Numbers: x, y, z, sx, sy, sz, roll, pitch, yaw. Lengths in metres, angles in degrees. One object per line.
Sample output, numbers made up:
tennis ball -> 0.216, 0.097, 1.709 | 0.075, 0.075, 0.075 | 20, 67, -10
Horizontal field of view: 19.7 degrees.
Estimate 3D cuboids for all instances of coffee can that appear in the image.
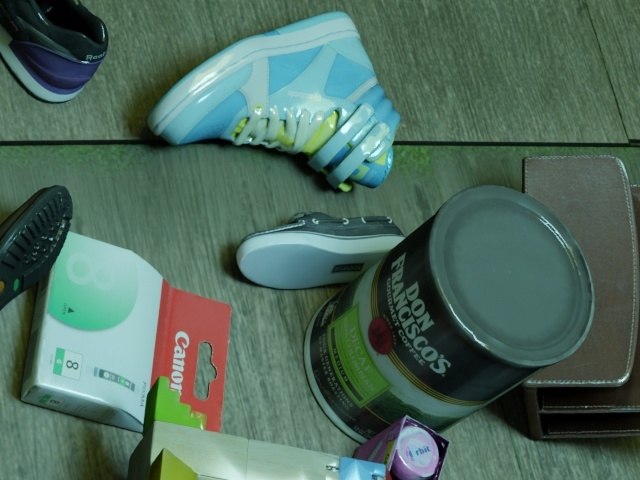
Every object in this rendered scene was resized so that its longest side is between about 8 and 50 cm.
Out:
coffee can -> 0.133, 0.090, 1.985 | 0.201, 0.275, 0.201 | 14, 59, -25

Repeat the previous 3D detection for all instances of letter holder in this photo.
letter holder -> 0.344, 0.064, 2.148 | 0.214, 0.152, 0.302 | -2, 60, 10

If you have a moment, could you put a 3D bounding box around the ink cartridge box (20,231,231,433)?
ink cartridge box -> -0.190, 0.106, 1.922 | 0.225, 0.056, 0.181 | 17, 58, -22

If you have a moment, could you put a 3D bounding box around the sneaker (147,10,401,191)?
sneaker -> -0.030, -0.129, 2.099 | 0.319, 0.127, 0.208 | -27, 80, -38

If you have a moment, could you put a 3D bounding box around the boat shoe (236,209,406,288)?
boat shoe -> 0.000, 0.000, 2.084 | 0.228, 0.080, 0.076 | -3, 50, -30

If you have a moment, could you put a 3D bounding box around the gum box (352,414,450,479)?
gum box -> 0.062, 0.291, 1.942 | 0.062, 0.107, 0.188 | 31, 53, -14

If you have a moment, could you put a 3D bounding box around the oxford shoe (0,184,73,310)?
oxford shoe -> -0.335, 0.020, 1.844 | 0.096, 0.083, 0.227 | 22, 56, 29

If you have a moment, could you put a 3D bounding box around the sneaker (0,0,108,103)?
sneaker -> -0.336, -0.289, 1.995 | 0.283, 0.124, 0.107 | 44, 50, -4

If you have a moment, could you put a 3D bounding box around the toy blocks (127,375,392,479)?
toy blocks -> -0.060, 0.343, 1.760 | 0.261, 0.191, 0.381 | 13, 58, -15
